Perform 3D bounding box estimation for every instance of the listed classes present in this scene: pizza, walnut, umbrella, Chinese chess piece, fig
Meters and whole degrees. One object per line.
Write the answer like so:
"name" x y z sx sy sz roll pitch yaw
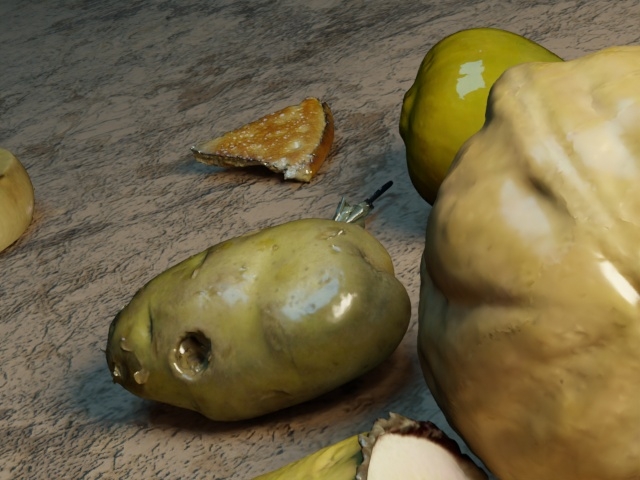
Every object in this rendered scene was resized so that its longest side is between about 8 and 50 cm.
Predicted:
"pizza" -0.076 -0.120 1.705 0.195 0.052 0.185 -6 35 15
"walnut" 0.234 0.024 0.899 0.381 0.381 0.381 -15 26 7
"umbrella" 0.003 -0.002 1.436 0.269 0.044 0.044 -42 7 -37
"Chinese chess piece" -0.515 -0.037 1.778 0.250 0.097 0.251 -14 26 7
"fig" 0.193 -0.108 1.356 0.230 0.207 0.207 21 17 -19

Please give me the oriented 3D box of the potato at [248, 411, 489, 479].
"potato" -0.017 0.242 0.813 0.266 0.229 0.229 -25 22 22

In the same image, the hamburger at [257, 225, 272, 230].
"hamburger" -0.074 0.022 1.421 0.076 0.044 0.083 -20 23 46

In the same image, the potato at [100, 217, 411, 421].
"potato" -0.058 0.076 1.208 0.296 0.141 0.192 -11 43 13
